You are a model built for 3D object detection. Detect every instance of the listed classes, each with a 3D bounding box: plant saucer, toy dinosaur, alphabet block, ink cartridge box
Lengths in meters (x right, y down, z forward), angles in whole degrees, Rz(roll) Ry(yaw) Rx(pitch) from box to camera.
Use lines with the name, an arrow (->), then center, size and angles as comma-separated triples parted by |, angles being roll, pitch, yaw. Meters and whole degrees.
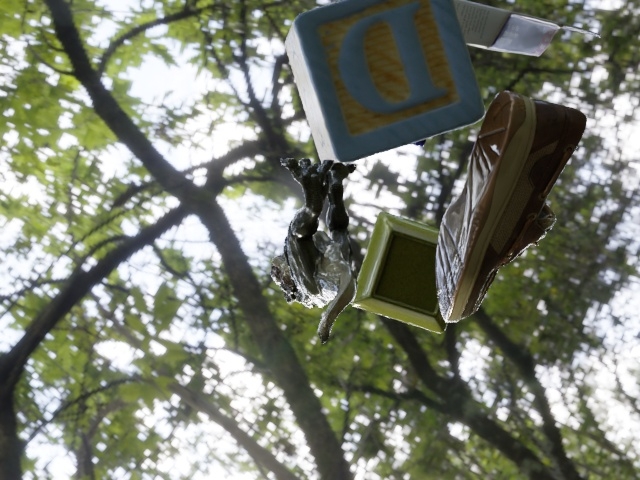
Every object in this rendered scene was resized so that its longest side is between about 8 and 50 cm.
plant saucer -> 0.172, 0.061, 1.819 | 0.188, 0.045, 0.188 | 18, -88, -1
toy dinosaur -> 0.000, 0.000, 0.717 | 0.064, 0.268, 0.118 | 0, -89, -6
alphabet block -> 0.075, -0.208, 1.242 | 0.194, 0.197, 0.192 | -16, -87, -4
ink cartridge box -> 0.241, -0.336, 1.520 | 0.324, 0.330, 0.071 | -17, -54, -63

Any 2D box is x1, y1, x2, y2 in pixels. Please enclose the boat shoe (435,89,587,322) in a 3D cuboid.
boat shoe -> 0.231, -0.026, 1.202 | 0.123, 0.123, 0.342 | 5, -52, -10

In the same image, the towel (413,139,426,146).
towel -> 0.088, -0.246, 1.530 | 0.308, 0.228, 0.076 | -70, -2, -65
